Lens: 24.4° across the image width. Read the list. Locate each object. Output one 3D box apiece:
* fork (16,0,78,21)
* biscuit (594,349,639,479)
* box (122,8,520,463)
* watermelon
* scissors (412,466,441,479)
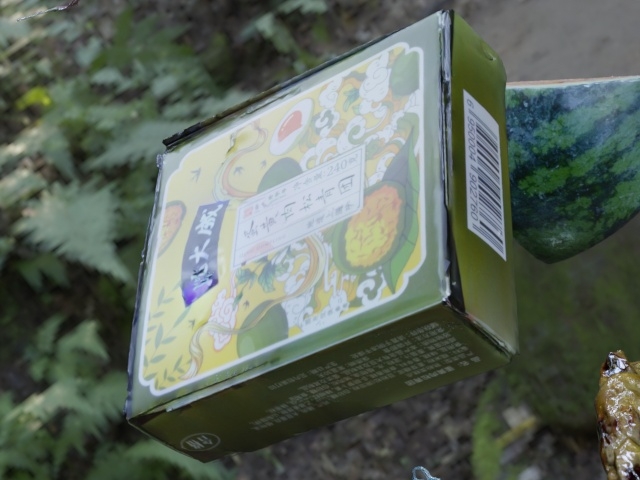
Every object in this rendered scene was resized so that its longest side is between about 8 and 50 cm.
[{"bbox_3d":[-0.304,-0.259,1.659,0.115,0.012,0.016,-12,8,39],"label":"fork"},{"bbox_3d":[0.338,0.255,1.382,0.081,0.289,0.334,-19,32,18],"label":"biscuit"},{"bbox_3d":[0.000,0.000,1.549,0.420,0.138,0.373,-23,47,31],"label":"box"},{"bbox_3d":[0.341,-0.172,2.027,0.283,0.250,0.292,-27,42,28],"label":"watermelon"},{"bbox_3d":[0.127,0.252,1.521,0.083,0.036,0.006,-3,13,45],"label":"scissors"}]
